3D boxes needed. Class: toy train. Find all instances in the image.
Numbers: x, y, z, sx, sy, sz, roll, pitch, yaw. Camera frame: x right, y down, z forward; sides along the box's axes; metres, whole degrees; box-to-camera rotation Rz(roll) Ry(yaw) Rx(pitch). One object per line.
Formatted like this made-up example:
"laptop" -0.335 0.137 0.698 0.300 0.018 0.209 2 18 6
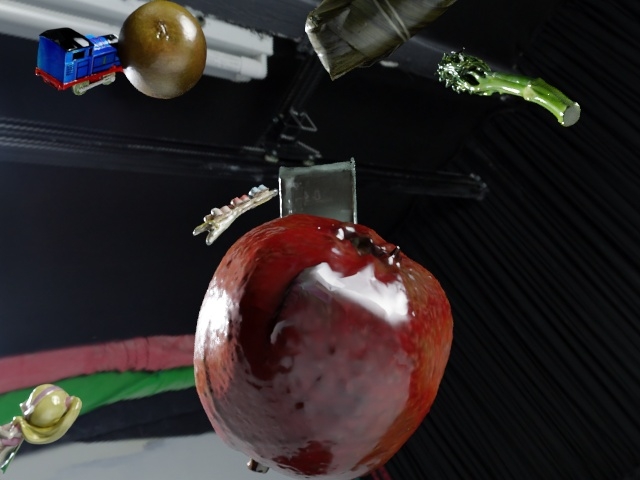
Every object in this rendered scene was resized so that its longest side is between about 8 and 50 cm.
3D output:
"toy train" -0.515 -0.399 1.279 0.204 0.083 0.131 -46 -16 -52

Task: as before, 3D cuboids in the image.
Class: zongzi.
"zongzi" 0.085 -0.256 0.583 0.184 0.187 0.084 -23 -60 25

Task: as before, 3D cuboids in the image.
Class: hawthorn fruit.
"hawthorn fruit" -0.005 0.129 0.625 0.265 0.265 0.307 4 -69 -46

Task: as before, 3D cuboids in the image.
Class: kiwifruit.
"kiwifruit" -0.345 -0.410 1.278 0.196 0.195 0.234 -19 0 -21

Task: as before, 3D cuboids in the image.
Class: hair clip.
"hair clip" -0.176 -0.063 1.198 0.214 0.056 0.062 -41 -9 -36

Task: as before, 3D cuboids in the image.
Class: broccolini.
"broccolini" 0.196 -0.163 0.622 0.051 0.239 0.054 -4 -64 -17

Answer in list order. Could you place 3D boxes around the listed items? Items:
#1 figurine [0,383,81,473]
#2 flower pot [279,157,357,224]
"figurine" -0.441 0.288 0.870 0.187 0.083 0.083 -40 -28 -7
"flower pot" 0.000 0.000 0.811 0.108 0.229 0.103 -3 -9 2
